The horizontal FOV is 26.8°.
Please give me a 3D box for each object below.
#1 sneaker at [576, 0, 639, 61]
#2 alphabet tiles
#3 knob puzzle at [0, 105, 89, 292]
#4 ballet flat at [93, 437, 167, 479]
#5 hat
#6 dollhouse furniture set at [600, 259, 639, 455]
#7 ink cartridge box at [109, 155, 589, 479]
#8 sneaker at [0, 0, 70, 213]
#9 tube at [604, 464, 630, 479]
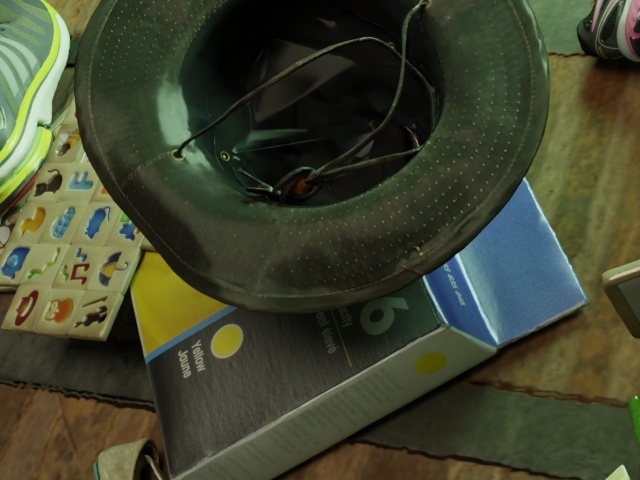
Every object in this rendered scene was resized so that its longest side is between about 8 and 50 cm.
[{"bbox_3d":[0.238,-0.207,0.993,0.077,0.072,0.178,2,53,47],"label":"sneaker"},{"bbox_3d":[-0.172,-0.029,1.089,0.198,0.009,0.237,2,62,37],"label":"alphabet tiles"},{"bbox_3d":[-0.247,-0.034,1.213,0.213,0.030,0.213,-17,51,23],"label":"knob puzzle"},{"bbox_3d":[-0.123,0.205,0.941,0.052,0.057,0.168,-25,48,3],"label":"ballet flat"},{"bbox_3d":[0.003,-0.089,0.928,0.331,0.134,0.331,-5,68,14],"label":"hat"},{"bbox_3d":[0.232,0.156,0.639,0.151,0.197,0.301,-20,49,19],"label":"dollhouse furniture set"},{"bbox_3d":[0.000,0.000,1.000,0.307,0.072,0.303,-32,45,13],"label":"ink cartridge box"},{"bbox_3d":[-0.317,-0.161,1.269,0.111,0.121,0.300,-34,37,20],"label":"sneaker"},{"bbox_3d":[0.174,0.243,0.713,0.070,0.062,0.240,-19,47,3],"label":"tube"}]
